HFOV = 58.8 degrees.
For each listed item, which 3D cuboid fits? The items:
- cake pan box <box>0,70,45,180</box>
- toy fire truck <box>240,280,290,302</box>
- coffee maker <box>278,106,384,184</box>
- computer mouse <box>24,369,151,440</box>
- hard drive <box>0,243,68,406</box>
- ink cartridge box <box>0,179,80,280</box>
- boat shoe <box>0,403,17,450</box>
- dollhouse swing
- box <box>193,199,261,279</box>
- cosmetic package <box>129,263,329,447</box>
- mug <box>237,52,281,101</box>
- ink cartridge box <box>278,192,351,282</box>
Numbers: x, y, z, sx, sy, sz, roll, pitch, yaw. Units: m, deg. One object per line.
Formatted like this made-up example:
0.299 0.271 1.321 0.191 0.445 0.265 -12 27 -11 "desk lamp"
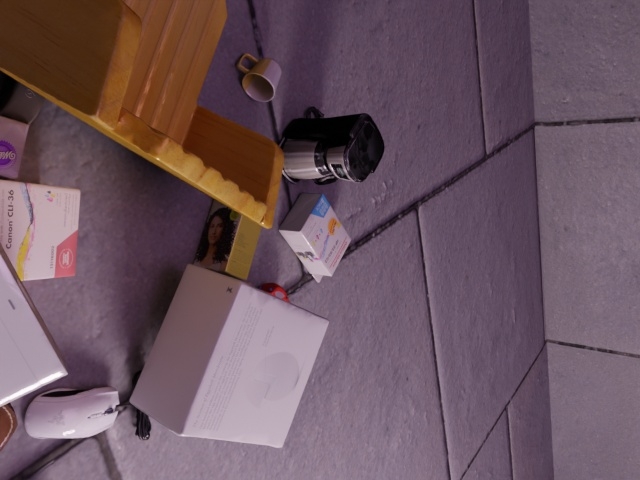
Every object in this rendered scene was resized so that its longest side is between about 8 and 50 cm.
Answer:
-0.430 -0.209 0.600 0.267 0.070 0.245 18 82 -53 "cake pan box"
-0.140 0.121 1.021 0.192 0.047 0.135 -45 128 -39 "toy fire truck"
0.023 -0.192 1.089 0.120 0.178 0.171 24 75 -51 "coffee maker"
-0.318 0.246 0.811 0.193 0.042 0.106 8 88 -52 "computer mouse"
-0.438 0.116 0.540 0.308 0.040 0.203 -25 116 -20 "hard drive"
-0.368 -0.011 0.645 0.198 0.067 0.115 -3 97 -74 "ink cartridge box"
-0.452 0.292 0.583 0.324 0.116 0.123 -47 129 -38 "boat shoe"
-0.165 -0.245 0.716 0.305 0.315 0.347 -59 152 -4 "dollhouse swing"
-0.140 -0.053 0.973 0.058 0.087 0.232 31 69 -49 "box"
-0.135 0.184 0.891 0.225 0.138 0.224 33 75 -50 "cosmetic package"
-0.103 -0.299 1.016 0.078 0.062 0.064 61 41 -44 "mug"
0.000 0.000 1.175 0.104 0.062 0.181 -60 136 -28 "ink cartridge box"
